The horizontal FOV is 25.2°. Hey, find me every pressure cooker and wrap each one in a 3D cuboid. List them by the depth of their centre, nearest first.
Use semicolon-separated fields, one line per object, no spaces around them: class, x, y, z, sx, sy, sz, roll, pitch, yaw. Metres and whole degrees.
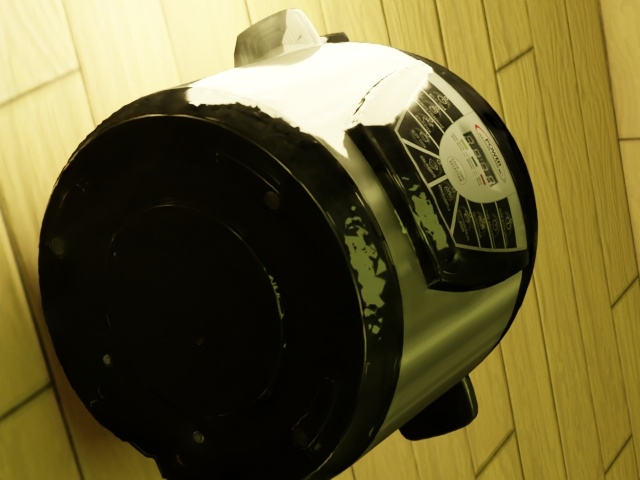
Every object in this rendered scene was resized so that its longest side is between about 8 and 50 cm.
pressure cooker;-0.005;0.000;1.329;0.420;0.375;0.370;-25;136;-55
